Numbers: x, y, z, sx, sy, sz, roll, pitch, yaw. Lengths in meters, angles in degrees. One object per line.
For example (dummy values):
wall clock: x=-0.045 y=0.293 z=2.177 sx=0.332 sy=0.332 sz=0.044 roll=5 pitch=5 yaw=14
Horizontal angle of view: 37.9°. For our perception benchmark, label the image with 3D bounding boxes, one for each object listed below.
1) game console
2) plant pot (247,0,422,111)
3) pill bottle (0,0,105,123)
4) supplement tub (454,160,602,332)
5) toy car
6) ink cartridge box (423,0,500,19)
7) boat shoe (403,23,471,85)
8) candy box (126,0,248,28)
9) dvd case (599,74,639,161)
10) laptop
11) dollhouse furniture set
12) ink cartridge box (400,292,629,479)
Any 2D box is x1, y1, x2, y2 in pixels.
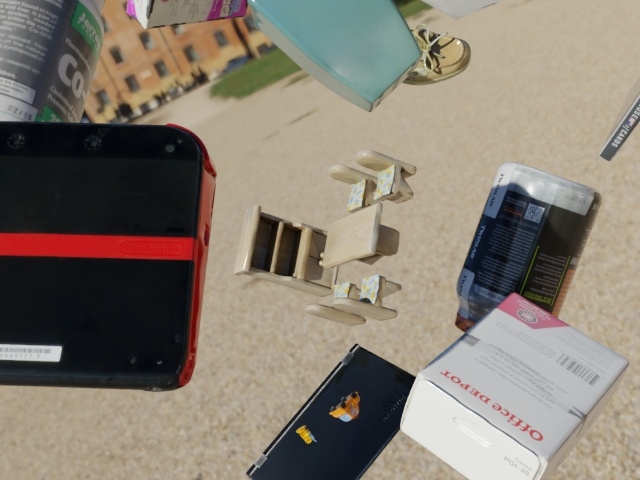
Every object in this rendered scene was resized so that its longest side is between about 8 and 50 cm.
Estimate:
game console: x=-0.324 y=0.009 z=1.085 sx=0.386 sy=0.342 sz=0.060 roll=1 pitch=-27 yaw=2
plant pot: x=0.035 y=-0.320 z=1.418 sx=0.166 sy=0.234 sz=0.165 roll=-45 pitch=-1 yaw=0
pill bottle: x=-0.430 y=-0.260 z=1.343 sx=0.204 sy=0.204 sz=0.361 roll=-17 pitch=53 yaw=38
supplement tub: x=0.363 y=0.031 z=1.673 sx=0.193 sy=0.193 sz=0.316 roll=-90 pitch=19 yaw=-83
toy car: x=0.021 y=0.308 z=1.605 sx=0.122 sy=0.040 sz=0.060 roll=-38 pitch=-2 yaw=29
ink cartridge box: x=0.102 y=-0.431 z=1.077 sx=0.129 sy=0.307 sz=0.223 roll=-5 pitch=65 yaw=64
boat shoe: x=0.153 y=-0.369 z=1.832 sx=0.285 sy=0.105 sz=0.089 roll=0 pitch=-15 yaw=9
candy box: x=-0.230 y=-0.483 z=1.701 sx=0.233 sy=0.071 sz=0.159 roll=-19 pitch=-40 yaw=-41
dvd case: x=0.575 y=-0.268 z=1.649 sx=0.239 sy=0.029 sz=0.179 roll=-52 pitch=-10 yaw=-41
laptop: x=0.051 y=0.454 z=2.077 sx=0.382 sy=0.236 sz=0.408 roll=-48 pitch=-22 yaw=-13
dollhouse furniture set: x=0.000 y=0.000 z=2.198 sx=0.256 sy=0.362 sz=0.394 roll=17 pitch=-19 yaw=-25
ink cartridge box: x=0.277 y=0.219 z=1.324 sx=0.207 sy=0.117 sz=0.283 roll=33 pitch=40 yaw=24
